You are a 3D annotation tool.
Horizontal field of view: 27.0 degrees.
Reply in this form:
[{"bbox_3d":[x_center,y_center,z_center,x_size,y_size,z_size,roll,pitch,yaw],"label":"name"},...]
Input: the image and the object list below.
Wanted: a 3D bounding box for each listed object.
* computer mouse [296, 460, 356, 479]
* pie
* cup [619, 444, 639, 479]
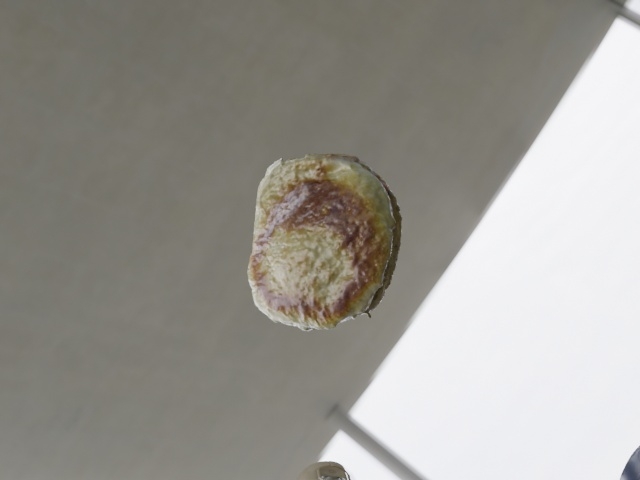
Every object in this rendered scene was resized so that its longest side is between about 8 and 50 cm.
[{"bbox_3d":[0.006,0.329,1.492,0.236,0.082,0.145,-110,21,-83],"label":"computer mouse"},{"bbox_3d":[0.000,0.000,1.514,0.084,0.179,0.205,41,-127,-69],"label":"pie"},{"bbox_3d":[0.405,0.274,1.271,0.178,0.256,0.255,-11,-51,-7],"label":"cup"}]
